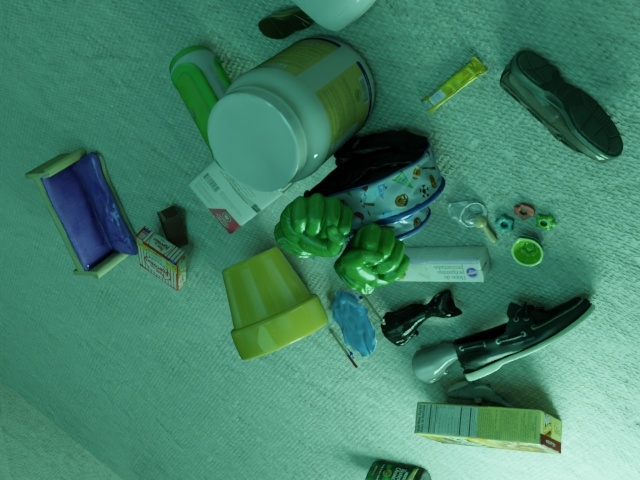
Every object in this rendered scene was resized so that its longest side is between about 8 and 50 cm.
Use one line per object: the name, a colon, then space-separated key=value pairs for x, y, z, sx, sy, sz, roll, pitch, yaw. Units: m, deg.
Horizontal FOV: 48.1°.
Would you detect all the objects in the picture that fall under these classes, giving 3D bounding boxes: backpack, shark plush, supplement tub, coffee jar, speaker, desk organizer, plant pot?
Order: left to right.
desk organizer: x=-0.419 y=-0.034 z=2.039 sx=0.047 sy=0.050 sz=0.130 roll=52 pitch=160 yaw=37
speaker: x=-0.236 y=-0.300 z=1.629 sx=0.131 sy=0.131 sz=0.296 roll=-50 pitch=62 yaw=42
plant pot: x=-0.139 y=0.154 z=1.880 sx=0.254 sy=0.254 sz=0.239 roll=-23 pitch=92 yaw=40
supplement tub: x=-0.055 y=-0.263 z=1.473 sx=0.241 sy=0.331 sz=0.241 roll=16 pitch=127 yaw=22
backpack: x=0.130 y=-0.105 z=1.527 sx=0.263 sy=0.276 sz=0.213 roll=-22 pitch=112 yaw=32
coffee jar: x=0.231 y=0.713 z=2.110 sx=0.184 sy=0.096 sz=0.079 roll=0 pitch=123 yaw=31
shark plush: x=0.405 y=0.401 z=1.813 sx=0.161 sy=0.067 sz=0.073 roll=26 pitch=130 yaw=15

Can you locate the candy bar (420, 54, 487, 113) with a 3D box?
candy bar: x=0.266 y=-0.312 z=1.454 sx=0.040 sy=0.018 sz=0.161 roll=51 pitch=132 yaw=-3

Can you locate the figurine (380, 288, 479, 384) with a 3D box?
figurine: x=0.291 y=0.235 z=1.766 sx=0.209 sy=0.092 sz=0.215 roll=-31 pitch=102 yaw=37

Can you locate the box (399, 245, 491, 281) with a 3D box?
box: x=0.233 y=0.056 z=1.690 sx=0.324 sy=0.067 sz=0.063 roll=-2 pitch=119 yaw=31

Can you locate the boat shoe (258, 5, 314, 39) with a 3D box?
boat shoe: x=-0.068 y=-0.474 z=1.540 sx=0.153 sy=0.048 sz=0.056 roll=-5 pitch=129 yaw=41

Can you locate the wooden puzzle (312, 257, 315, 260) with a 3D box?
wooden puzzle: x=0.000 y=0.000 z=1.832 sx=0.078 sy=0.014 sz=0.116 roll=51 pitch=132 yaw=-2

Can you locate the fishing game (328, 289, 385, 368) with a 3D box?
fishing game: x=0.091 y=0.213 z=1.867 sx=0.189 sy=0.041 sz=0.264 roll=51 pitch=148 yaw=26

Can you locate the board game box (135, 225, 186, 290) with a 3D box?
board game box: x=-0.462 y=0.055 z=2.090 sx=0.147 sy=0.045 sz=0.193 roll=33 pitch=152 yaw=9

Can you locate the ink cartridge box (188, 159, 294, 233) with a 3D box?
ink cartridge box: x=-0.191 y=-0.150 z=1.788 sx=0.172 sy=0.100 sz=0.237 roll=51 pitch=132 yaw=-7

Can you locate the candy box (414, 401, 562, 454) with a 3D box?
candy box: x=0.415 y=0.464 z=1.777 sx=0.317 sy=0.087 sz=0.183 roll=-5 pitch=156 yaw=33

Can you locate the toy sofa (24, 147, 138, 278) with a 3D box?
toy sofa: x=-0.692 y=-0.077 z=2.113 sx=0.177 sy=0.150 sz=0.362 roll=0 pitch=120 yaw=33

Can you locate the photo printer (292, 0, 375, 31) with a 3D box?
photo printer: x=0.000 y=-0.577 z=1.380 sx=0.307 sy=0.107 sz=0.256 roll=42 pitch=132 yaw=0

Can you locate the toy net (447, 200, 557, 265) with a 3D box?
toy net: x=0.381 y=-0.037 z=1.550 sx=0.232 sy=0.045 sz=0.122 roll=24 pitch=130 yaw=17

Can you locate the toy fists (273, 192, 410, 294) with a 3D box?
toy fists: x=0.047 y=0.006 z=1.426 sx=0.279 sy=0.096 sz=0.142 roll=31 pitch=130 yaw=-15

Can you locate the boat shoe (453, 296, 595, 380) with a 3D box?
boat shoe: x=0.443 y=0.196 z=1.614 sx=0.340 sy=0.127 sz=0.113 roll=-37 pitch=83 yaw=35

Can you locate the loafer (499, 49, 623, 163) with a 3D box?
loafer: x=0.451 y=-0.243 z=1.353 sx=0.267 sy=0.096 sz=0.084 roll=47 pitch=152 yaw=5
